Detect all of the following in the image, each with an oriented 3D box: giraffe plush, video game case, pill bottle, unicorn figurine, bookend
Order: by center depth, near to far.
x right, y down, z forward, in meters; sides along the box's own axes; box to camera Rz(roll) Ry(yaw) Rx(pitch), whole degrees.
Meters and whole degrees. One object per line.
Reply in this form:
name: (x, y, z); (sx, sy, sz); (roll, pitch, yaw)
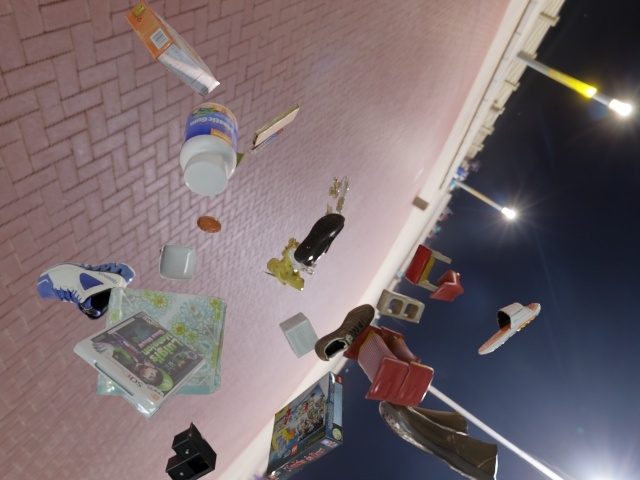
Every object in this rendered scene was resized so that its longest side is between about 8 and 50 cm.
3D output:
video game case: (-0.321, 0.212, 0.829); (0.022, 0.173, 0.190); (-53, 177, 12)
pill bottle: (-0.310, -0.254, 1.258); (0.272, 0.152, 0.152); (-99, -155, -44)
bookend: (-0.448, 0.707, 1.470); (0.156, 0.157, 0.072); (-28, -164, 0)
unicorn figurine: (-0.070, 0.077, 1.604); (0.162, 0.111, 0.060); (116, -3, -56)
giraffe plush: (-0.119, 0.081, 1.824); (0.170, 0.181, 0.210); (-56, 153, 4)

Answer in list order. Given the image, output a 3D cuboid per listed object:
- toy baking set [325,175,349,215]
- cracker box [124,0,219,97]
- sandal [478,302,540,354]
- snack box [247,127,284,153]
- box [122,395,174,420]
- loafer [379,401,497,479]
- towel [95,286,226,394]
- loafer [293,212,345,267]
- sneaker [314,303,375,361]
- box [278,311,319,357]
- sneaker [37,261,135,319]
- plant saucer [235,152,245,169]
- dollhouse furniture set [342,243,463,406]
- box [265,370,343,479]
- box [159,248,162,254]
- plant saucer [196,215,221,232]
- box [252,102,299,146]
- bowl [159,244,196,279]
toy baking set: (0.077, -0.148, 1.724); (0.256, 0.030, 0.197); (-26, 123, -67)
cracker box: (-0.380, -0.494, 1.181); (0.067, 0.156, 0.232); (-39, 166, 8)
sandal: (0.590, 0.259, 1.433); (0.265, 0.076, 0.102); (-33, 169, -18)
snack box: (-0.241, -0.442, 1.987); (0.178, 0.022, 0.064); (-45, -150, -21)
box: (-0.574, 0.490, 1.631); (0.290, 0.169, 0.087); (-44, -178, 12)
loafer: (0.322, 0.513, 1.214); (0.130, 0.366, 0.134); (-58, -173, -21)
towel: (-0.488, 0.326, 1.432); (0.090, 0.374, 0.321); (-22, -118, 58)
loafer: (0.000, 0.000, 1.471); (0.220, 0.080, 0.078); (-45, 144, -15)
sneaker: (0.072, 0.238, 1.127); (0.188, 0.066, 0.071); (-40, -160, -6)
box: (-0.067, 0.299, 1.436); (0.087, 0.101, 0.102); (-28, -167, -12)
sneaker: (-0.813, 0.175, 1.533); (0.182, 0.315, 0.127); (-99, -175, -50)
plant saucer: (-0.420, -0.317, 1.841); (0.188, 0.188, 0.045); (-79, 179, -58)
dollhouse furniture set: (0.217, 0.201, 1.150); (0.374, 0.152, 0.201); (-68, -160, 9)
box: (-0.036, 0.425, 1.024); (0.233, 0.044, 0.159); (-47, -158, 31)
box: (-0.723, 0.069, 2.160); (0.018, 0.083, 0.067); (-74, 154, -56)
plant saucer: (-0.374, -0.056, 1.515); (0.083, 0.083, 0.013); (111, -12, -50)
box: (-0.178, -0.449, 1.763); (0.201, 0.021, 0.164); (-38, -174, -12)
bowl: (-0.587, 0.090, 1.835); (0.053, 0.142, 0.142); (-6, -103, 60)
